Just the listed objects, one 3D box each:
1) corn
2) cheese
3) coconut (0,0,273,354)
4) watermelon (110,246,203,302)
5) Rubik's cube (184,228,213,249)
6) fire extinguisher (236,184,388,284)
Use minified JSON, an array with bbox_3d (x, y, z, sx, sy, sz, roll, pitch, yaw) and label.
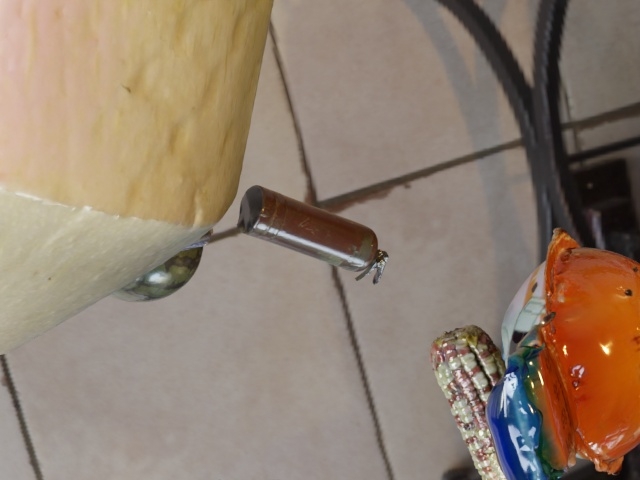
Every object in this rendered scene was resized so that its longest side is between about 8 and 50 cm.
[{"bbox_3d":[0.185,0.205,1.168,0.079,0.079,0.237,-16,83,-27],"label":"corn"},{"bbox_3d":[0.211,0.103,0.904,0.329,0.129,0.217,-26,100,-61],"label":"cheese"},{"bbox_3d":[-0.147,-0.073,0.454,0.259,0.259,0.259,0,90,-28],"label":"coconut"},{"bbox_3d":[-0.295,0.000,1.796,0.212,0.212,0.212,0,90,-28],"label":"watermelon"},{"bbox_3d":[-0.308,-0.084,1.281,0.259,0.255,0.260,-20,102,-43],"label":"Rubik's cube"},{"bbox_3d":[0.000,0.000,1.580,0.267,0.072,0.089,20,120,-35],"label":"fire extinguisher"}]
